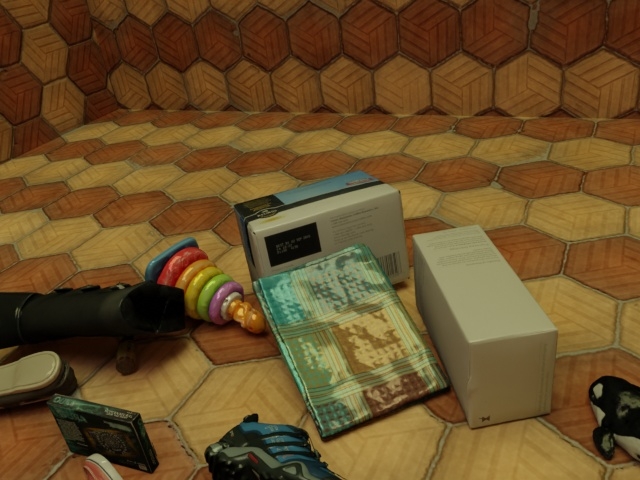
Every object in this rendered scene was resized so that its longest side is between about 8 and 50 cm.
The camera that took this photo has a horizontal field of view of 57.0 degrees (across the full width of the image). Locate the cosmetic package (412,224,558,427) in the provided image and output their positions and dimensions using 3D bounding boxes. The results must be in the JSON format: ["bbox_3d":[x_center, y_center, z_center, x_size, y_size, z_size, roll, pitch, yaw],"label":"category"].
[{"bbox_3d":[0.291,0.143,1.117,0.155,0.197,0.366,-9,31,-3],"label":"cosmetic package"}]

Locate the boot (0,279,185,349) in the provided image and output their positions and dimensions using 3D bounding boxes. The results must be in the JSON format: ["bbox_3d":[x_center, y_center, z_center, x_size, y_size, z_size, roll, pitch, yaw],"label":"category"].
[{"bbox_3d":[-0.556,0.167,1.213,0.444,0.146,0.367,-1,6,23],"label":"boot"}]

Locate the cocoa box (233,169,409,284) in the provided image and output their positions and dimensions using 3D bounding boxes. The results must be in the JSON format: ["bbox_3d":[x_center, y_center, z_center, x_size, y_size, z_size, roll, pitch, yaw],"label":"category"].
[{"bbox_3d":[0.000,0.000,1.395,0.346,0.232,0.228,-17,23,-14],"label":"cocoa box"}]

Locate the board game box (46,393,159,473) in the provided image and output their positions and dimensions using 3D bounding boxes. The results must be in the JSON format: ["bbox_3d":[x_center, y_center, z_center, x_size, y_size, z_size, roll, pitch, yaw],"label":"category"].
[{"bbox_3d":[-0.378,0.335,1.026,0.186,0.126,0.026,5,32,22],"label":"board game box"}]

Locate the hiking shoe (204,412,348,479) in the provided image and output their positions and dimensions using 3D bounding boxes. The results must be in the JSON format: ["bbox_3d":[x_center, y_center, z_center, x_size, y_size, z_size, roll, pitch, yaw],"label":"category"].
[{"bbox_3d":[-0.039,0.348,0.925,0.303,0.113,0.132,11,35,31],"label":"hiking shoe"}]

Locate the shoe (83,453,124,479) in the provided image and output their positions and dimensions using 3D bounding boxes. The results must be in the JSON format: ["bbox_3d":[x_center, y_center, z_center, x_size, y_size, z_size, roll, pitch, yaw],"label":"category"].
[{"bbox_3d":[-0.353,0.415,0.940,0.177,0.064,0.081,24,38,38],"label":"shoe"}]

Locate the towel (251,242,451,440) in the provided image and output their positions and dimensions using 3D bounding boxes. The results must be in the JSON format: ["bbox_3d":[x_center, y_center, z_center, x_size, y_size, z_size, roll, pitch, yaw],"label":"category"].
[{"bbox_3d":[0.050,0.176,1.156,0.271,0.040,0.370,-18,52,-14],"label":"towel"}]

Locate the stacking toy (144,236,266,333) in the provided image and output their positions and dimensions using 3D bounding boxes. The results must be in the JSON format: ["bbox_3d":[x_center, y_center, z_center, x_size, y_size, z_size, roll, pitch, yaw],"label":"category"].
[{"bbox_3d":[-0.242,0.131,1.353,0.301,0.175,0.165,24,39,27],"label":"stacking toy"}]

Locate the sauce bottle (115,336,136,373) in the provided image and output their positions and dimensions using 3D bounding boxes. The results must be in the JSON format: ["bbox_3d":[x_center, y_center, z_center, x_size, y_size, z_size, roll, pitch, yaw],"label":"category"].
[{"bbox_3d":[-0.424,0.239,1.292,0.042,0.042,0.128,-13,28,-9],"label":"sauce bottle"}]

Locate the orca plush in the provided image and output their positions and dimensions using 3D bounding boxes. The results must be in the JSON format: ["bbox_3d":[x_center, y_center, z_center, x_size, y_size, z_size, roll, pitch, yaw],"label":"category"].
[{"bbox_3d":[0.503,0.291,0.891,0.151,0.102,0.287,-5,30,7],"label":"orca plush"}]

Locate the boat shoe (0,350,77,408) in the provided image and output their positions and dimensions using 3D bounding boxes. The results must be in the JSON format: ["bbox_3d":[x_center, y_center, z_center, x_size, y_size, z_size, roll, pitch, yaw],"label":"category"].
[{"bbox_3d":[-0.668,0.308,1.211,0.334,0.096,0.112,-10,49,5],"label":"boat shoe"}]
